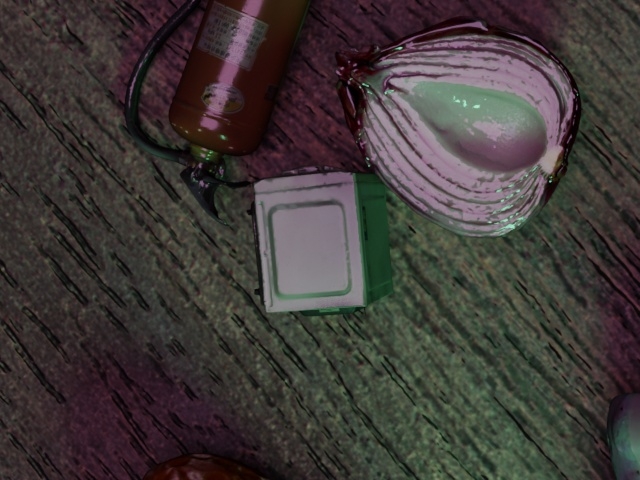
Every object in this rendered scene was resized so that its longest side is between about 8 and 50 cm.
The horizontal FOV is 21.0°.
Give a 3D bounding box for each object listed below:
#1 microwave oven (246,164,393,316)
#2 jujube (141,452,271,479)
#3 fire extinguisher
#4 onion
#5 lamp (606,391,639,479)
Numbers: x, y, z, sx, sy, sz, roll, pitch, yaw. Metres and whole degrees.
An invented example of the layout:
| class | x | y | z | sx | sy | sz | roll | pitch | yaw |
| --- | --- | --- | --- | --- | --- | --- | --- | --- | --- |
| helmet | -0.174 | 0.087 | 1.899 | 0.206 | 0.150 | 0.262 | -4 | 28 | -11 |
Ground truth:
| class | x | y | z | sx | sy | sz | roll | pitch | yaw |
| --- | --- | --- | --- | --- | --- | --- | --- | --- | --- |
| microwave oven | 0.000 | 0.000 | 1.895 | 0.129 | 0.205 | 0.163 | -3 | 90 | 11 |
| jujube | -0.101 | 0.350 | 1.957 | 0.255 | 0.190 | 0.190 | 28 | 98 | -8 |
| fire extinguisher | -0.107 | -0.219 | 1.974 | 0.200 | 0.113 | 0.376 | 25 | 97 | 52 |
| onion | 0.144 | -0.140 | 1.902 | 0.283 | 0.120 | 0.227 | 29 | 99 | 5 |
| lamp | 0.376 | 0.309 | 1.847 | 0.247 | 0.247 | 0.301 | -11 | 82 | 42 |
